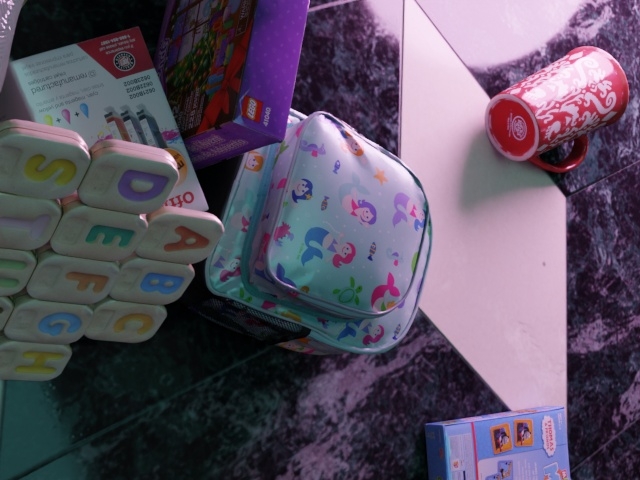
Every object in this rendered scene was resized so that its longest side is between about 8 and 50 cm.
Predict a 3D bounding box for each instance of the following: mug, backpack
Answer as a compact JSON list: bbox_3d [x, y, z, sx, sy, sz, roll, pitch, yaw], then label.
[{"bbox_3d":[0.311,-0.158,1.236,0.169,0.113,0.150,-27,97,-31],"label":"mug"},{"bbox_3d":[0.000,0.000,0.955,0.253,0.191,0.225,30,66,-34],"label":"backpack"}]

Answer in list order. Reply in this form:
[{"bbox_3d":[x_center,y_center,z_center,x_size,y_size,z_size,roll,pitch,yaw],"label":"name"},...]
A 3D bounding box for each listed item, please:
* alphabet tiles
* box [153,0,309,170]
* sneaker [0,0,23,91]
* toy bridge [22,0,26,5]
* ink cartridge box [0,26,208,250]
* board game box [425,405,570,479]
[{"bbox_3d":[-0.229,0.023,0.745,0.278,0.284,0.021,10,43,-35],"label":"alphabet tiles"},{"bbox_3d":[-0.087,-0.219,0.906,0.057,0.201,0.293,19,73,-33],"label":"box"},{"bbox_3d":[-0.338,-0.164,0.745,0.108,0.169,0.293,57,39,-51],"label":"sneaker"},{"bbox_3d":[-0.285,-0.207,0.848,0.026,0.063,0.188,40,62,-24],"label":"toy bridge"},{"bbox_3d":[-0.207,-0.077,0.847,0.128,0.127,0.176,-26,100,-35],"label":"ink cartridge box"},{"bbox_3d":[0.222,0.292,1.152,0.211,0.039,0.160,0,84,-34],"label":"board game box"}]
